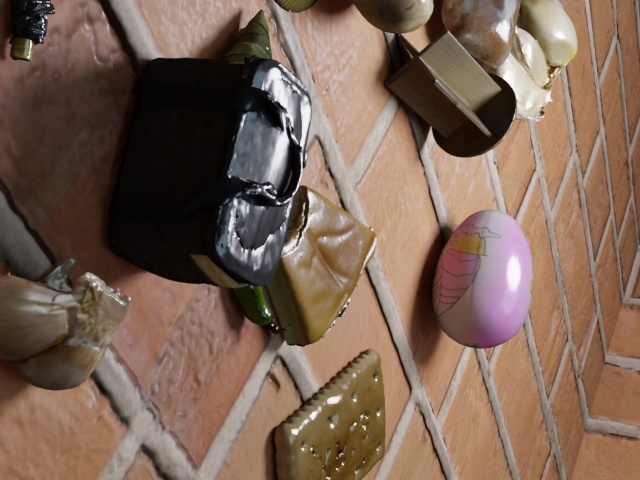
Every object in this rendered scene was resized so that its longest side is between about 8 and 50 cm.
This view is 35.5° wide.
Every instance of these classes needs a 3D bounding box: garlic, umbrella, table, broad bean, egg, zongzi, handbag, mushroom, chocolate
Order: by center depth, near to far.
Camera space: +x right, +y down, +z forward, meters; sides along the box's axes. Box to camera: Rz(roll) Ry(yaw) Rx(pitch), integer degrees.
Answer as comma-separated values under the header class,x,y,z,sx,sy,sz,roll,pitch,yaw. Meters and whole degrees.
class,x,y,z,sx,sy,sz,roll,pitch,yaw
umbrella,-0.265,-0.238,0.931,0.037,0.040,0.144,15,84,-70
garlic,-0.264,0.075,0.956,0.124,0.099,0.174,-58,143,-6
handbag,-0.109,-0.074,1.105,0.181,0.181,0.254,31,70,-59
zongzi,-0.077,-0.198,1.280,0.154,0.062,0.130,76,22,-44
broad bean,-0.089,0.026,1.303,0.069,0.039,0.227,-19,117,-22
mushroom,0.117,-0.428,1.443,0.255,0.184,0.255,-13,105,-60
table,0.216,-0.263,1.717,0.226,0.167,0.167,31,68,-50
chocolate,0.310,-0.455,1.815,0.157,0.080,0.254,27,61,-28
egg,0.311,0.071,1.906,0.196,0.196,0.271,21,73,-61
garlic,0.381,-0.379,1.969,0.281,0.184,0.203,-53,126,-11

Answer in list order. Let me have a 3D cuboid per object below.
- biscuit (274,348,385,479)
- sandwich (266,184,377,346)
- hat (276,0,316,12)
class,x,y,z,sx,sy,sz,roll,pitch,yaw
biscuit,0.025,0.325,1.589,0.325,0.044,0.217,-30,123,-56
sandwich,0.000,0.000,1.449,0.245,0.063,0.212,-57,141,-42
hat,-0.001,-0.403,1.341,0.193,0.082,0.193,-23,116,-60
